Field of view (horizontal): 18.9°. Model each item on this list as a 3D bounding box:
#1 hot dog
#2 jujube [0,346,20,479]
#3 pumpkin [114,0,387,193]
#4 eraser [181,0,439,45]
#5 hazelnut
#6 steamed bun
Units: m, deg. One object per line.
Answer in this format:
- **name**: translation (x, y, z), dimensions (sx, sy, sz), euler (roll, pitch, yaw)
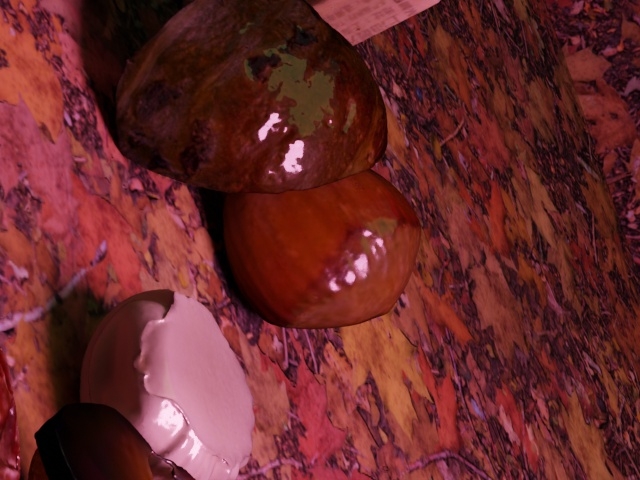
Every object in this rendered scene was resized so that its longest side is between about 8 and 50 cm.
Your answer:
- **hot dog**: translation (-0.137, 0.279, 1.454), dimensions (0.326, 0.107, 0.194), euler (63, 19, 1)
- **jujube**: translation (-0.289, 0.098, 1.213), dimensions (0.243, 0.183, 0.183), euler (60, 22, 7)
- **pumpkin**: translation (-0.027, -0.150, 1.824), dimensions (0.312, 0.169, 0.148), euler (-16, 38, -42)
- **eraser**: translation (0.011, -0.266, 1.966), dimensions (0.078, 0.343, 0.144), euler (44, 31, -41)
- **hazelnut**: translation (0.006, -0.007, 1.922), dimensions (0.210, 0.186, 0.210), euler (-6, 98, -50)
- **steamed bun**: translation (-0.133, 0.136, 1.592), dimensions (0.183, 0.106, 0.183), euler (52, 27, -40)
